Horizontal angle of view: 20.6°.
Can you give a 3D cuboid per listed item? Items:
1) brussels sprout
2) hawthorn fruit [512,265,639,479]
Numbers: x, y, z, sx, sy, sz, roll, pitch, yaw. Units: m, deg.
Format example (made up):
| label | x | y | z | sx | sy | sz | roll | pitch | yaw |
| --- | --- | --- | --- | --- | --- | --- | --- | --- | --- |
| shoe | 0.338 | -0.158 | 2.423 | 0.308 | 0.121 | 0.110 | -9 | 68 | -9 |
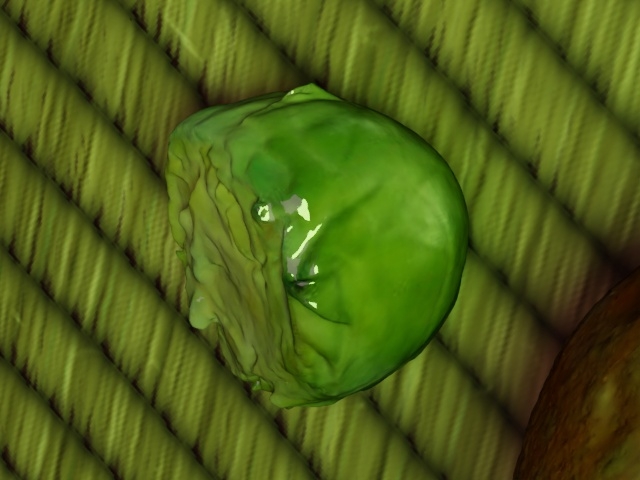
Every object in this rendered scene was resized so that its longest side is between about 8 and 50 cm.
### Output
| label | x | y | z | sx | sy | sz | roll | pitch | yaw |
| --- | --- | --- | --- | --- | --- | --- | --- | --- | --- |
| brussels sprout | 0.005 | -0.002 | 0.821 | 0.151 | 0.122 | 0.149 | -24 | 84 | 63 |
| hawthorn fruit | 0.205 | 0.093 | 0.680 | 0.277 | 0.277 | 0.298 | -13 | 74 | 27 |
